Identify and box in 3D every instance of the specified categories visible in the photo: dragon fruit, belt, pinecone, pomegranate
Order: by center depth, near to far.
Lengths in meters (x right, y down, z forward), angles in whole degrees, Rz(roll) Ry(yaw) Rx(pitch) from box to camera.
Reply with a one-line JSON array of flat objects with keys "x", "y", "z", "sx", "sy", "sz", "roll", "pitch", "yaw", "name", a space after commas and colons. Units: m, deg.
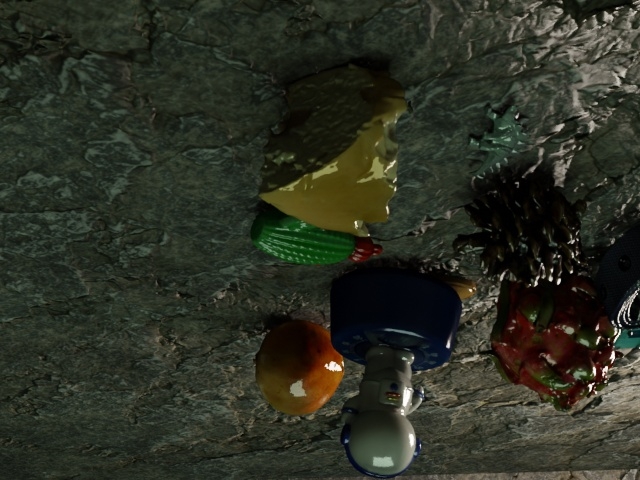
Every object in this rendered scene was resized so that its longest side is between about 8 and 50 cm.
[{"x": 0.327, "y": -0.012, "z": 1.493, "sx": 0.212, "sy": 0.168, "sz": 0.185, "roll": -6, "pitch": 124, "yaw": 36, "name": "pinecone"}, {"x": 0.582, "y": 0.055, "z": 1.644, "sx": 0.140, "sy": 0.126, "sz": 0.230, "roll": -5, "pitch": 143, "yaw": -13, "name": "belt"}, {"x": 0.454, "y": 0.179, "z": 1.780, "sx": 0.237, "sy": 0.302, "sz": 0.231, "roll": -12, "pitch": -168, "yaw": 44, "name": "dragon fruit"}, {"x": -0.049, "y": 0.281, "z": 2.019, "sx": 0.209, "sy": 0.209, "sz": 0.209, "roll": -1, "pitch": 153, "yaw": 0, "name": "pomegranate"}]

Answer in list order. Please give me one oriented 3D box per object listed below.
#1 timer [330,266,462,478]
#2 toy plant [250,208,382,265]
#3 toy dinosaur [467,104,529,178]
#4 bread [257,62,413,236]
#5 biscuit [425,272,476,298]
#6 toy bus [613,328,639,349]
[{"x": 0.128, "y": 0.272, "z": 1.783, "sx": 0.271, "sy": 0.383, "sz": 0.270, "roll": 8, "pitch": 154, "yaw": 4, "name": "timer"}, {"x": -0.014, "y": 0.003, "z": 1.603, "sx": 0.155, "sy": 0.088, "sz": 0.240, "roll": -21, "pitch": 151, "yaw": 31, "name": "toy plant"}, {"x": 0.266, "y": -0.144, "z": 1.373, "sx": 0.082, "sy": 0.039, "sz": 0.209, "roll": 3, "pitch": 154, "yaw": -11, "name": "toy dinosaur"}, {"x": 0.053, "y": -0.125, "z": 1.261, "sx": 0.211, "sy": 0.183, "sz": 0.224, "roll": -21, "pitch": 149, "yaw": 24, "name": "bread"}, {"x": 0.249, "y": 0.105, "z": 1.880, "sx": 0.140, "sy": 0.023, "sz": 0.118, "roll": 6, "pitch": 152, "yaw": -15, "name": "biscuit"}, {"x": 0.712, "y": 0.141, "z": 1.851, "sx": 0.256, "sy": 0.128, "sz": 0.147, "roll": -4, "pitch": 151, "yaw": 2, "name": "toy bus"}]
